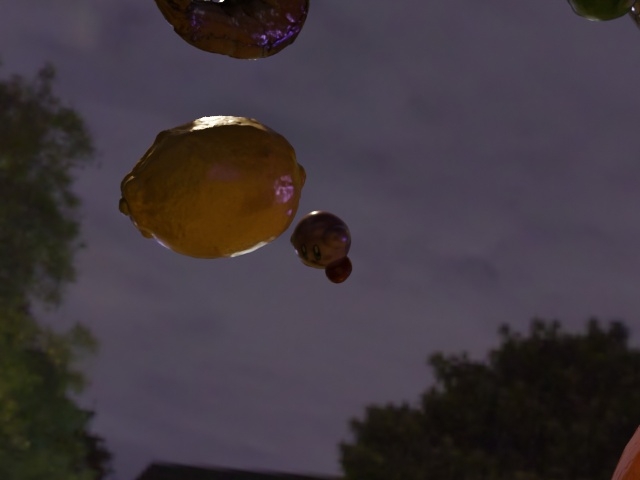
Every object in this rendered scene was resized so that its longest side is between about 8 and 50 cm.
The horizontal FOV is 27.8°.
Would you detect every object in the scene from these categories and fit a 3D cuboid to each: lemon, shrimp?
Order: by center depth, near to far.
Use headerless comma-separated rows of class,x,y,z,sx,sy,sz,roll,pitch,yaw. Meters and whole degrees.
lemon,-0.086,-0.042,1.040,0.155,0.114,0.114,-8,-13,-18
shrimp,-0.117,-0.332,1.396,0.222,0.290,0.054,-26,13,-39

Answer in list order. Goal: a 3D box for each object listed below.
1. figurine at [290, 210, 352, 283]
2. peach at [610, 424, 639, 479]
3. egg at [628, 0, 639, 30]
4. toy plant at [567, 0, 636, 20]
figurine,0.000,0.000,1.486,0.083,0.067,0.071,13,-37,36
peach,0.351,0.185,0.767,0.335,0.406,0.310,44,-41,13
egg,0.502,-0.336,1.700,0.271,0.196,0.196,46,-7,19
toy plant,0.344,-0.361,1.468,0.175,0.235,0.218,9,-14,0
